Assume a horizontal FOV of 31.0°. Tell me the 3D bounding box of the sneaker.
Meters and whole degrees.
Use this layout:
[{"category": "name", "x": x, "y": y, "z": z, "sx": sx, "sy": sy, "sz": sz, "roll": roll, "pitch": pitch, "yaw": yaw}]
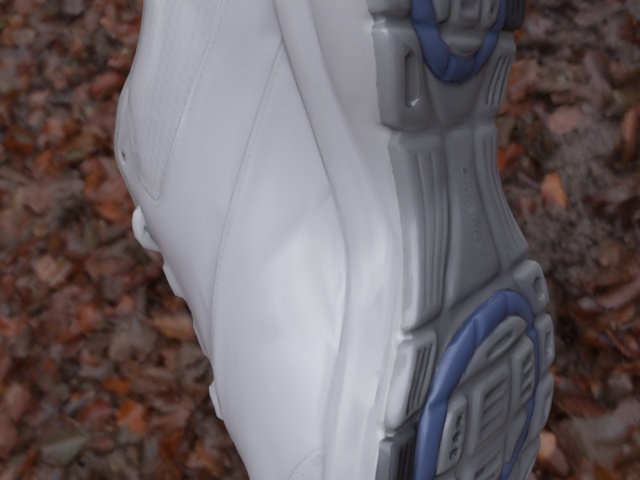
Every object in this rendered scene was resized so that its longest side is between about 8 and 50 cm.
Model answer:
[{"category": "sneaker", "x": 0.000, "y": 0.000, "z": 0.379, "sx": 0.129, "sy": 0.111, "sz": 0.297, "roll": 4, "pitch": 102, "yaw": 35}]
